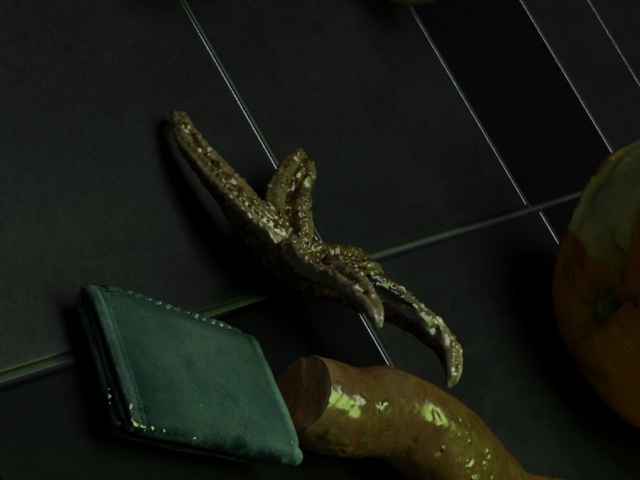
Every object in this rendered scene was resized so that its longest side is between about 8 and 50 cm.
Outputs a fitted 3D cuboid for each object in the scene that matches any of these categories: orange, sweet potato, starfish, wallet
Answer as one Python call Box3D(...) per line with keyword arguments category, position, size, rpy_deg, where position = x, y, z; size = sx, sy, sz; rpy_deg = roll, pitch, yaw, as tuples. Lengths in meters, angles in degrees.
Box3D(category="orange", position=(0.286, 0.033, 1.315), size=(0.240, 0.240, 0.240), rpy_deg=(40, 31, -30))
Box3D(category="sweet potato", position=(0.081, 0.131, 1.045), size=(0.281, 0.059, 0.067), rpy_deg=(33, 78, -40))
Box3D(category="starfish", position=(-0.005, 0.006, 1.019), size=(0.213, 0.057, 0.238), rpy_deg=(37, 11, -11))
Box3D(category="wallet", position=(-0.068, 0.070, 0.902), size=(0.129, 0.026, 0.088), rpy_deg=(20, 40, -49))

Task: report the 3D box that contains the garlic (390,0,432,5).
Box3D(category="garlic", position=(0.063, -0.309, 1.399), size=(0.245, 0.161, 0.245), rpy_deg=(44, 34, -40))
